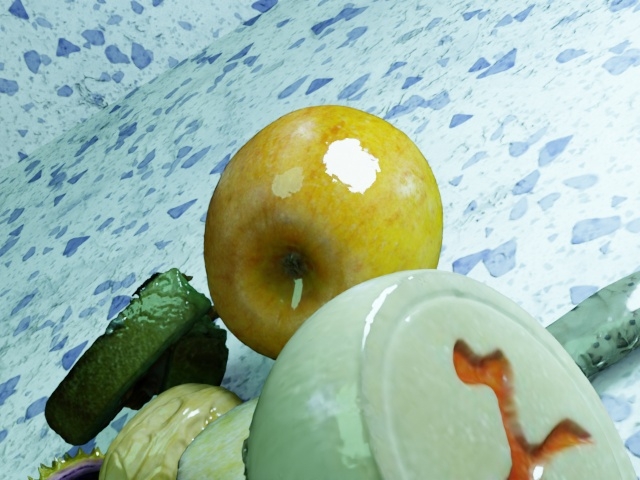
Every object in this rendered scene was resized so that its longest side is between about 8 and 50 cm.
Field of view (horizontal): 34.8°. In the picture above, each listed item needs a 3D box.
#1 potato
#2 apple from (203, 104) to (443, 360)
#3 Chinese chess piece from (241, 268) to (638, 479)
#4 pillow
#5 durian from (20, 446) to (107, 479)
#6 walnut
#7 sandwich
[{"bbox_3d":[0.008,0.218,1.049,0.299,0.116,0.239,-20,20,3],"label":"potato"},{"bbox_3d":[0.000,0.000,1.215,0.299,0.299,0.275,-22,16,27],"label":"apple"},{"bbox_3d":[0.101,0.186,0.770,0.140,0.338,0.338,-36,22,36],"label":"Chinese chess piece"},{"bbox_3d":[0.265,0.102,1.017,0.241,0.051,0.093,-33,27,2],"label":"pillow"},{"bbox_3d":[-0.325,0.357,1.259,0.260,0.154,0.186,-40,1,-23],"label":"durian"},{"bbox_3d":[-0.156,0.254,1.166,0.159,0.159,0.207,-3,38,47],"label":"walnut"},{"bbox_3d":[-0.204,0.171,1.329,0.250,0.162,0.301,-46,-5,0],"label":"sandwich"}]
